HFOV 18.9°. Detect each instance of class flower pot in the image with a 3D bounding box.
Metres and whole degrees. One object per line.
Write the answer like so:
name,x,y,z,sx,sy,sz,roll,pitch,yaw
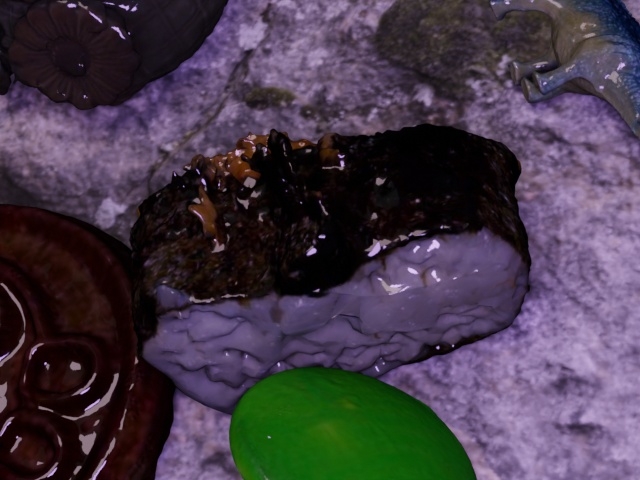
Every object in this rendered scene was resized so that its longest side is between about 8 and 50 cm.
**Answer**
flower pot,-0.236,-0.278,1.876,0.301,0.213,0.302,-10,55,14

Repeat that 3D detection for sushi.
sushi,0.000,0.000,1.594,0.348,0.234,0.208,-13,54,7

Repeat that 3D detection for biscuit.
biscuit,-0.322,0.142,1.711,0.407,0.091,0.407,-10,55,14

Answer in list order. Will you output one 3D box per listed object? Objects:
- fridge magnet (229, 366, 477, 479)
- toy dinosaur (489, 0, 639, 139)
fridge magnet,0.025,0.179,1.507,0.208,0.088,0.208,18,31,-11
toy dinosaur,0.240,-0.168,1.703,0.147,0.076,0.363,-16,50,3
